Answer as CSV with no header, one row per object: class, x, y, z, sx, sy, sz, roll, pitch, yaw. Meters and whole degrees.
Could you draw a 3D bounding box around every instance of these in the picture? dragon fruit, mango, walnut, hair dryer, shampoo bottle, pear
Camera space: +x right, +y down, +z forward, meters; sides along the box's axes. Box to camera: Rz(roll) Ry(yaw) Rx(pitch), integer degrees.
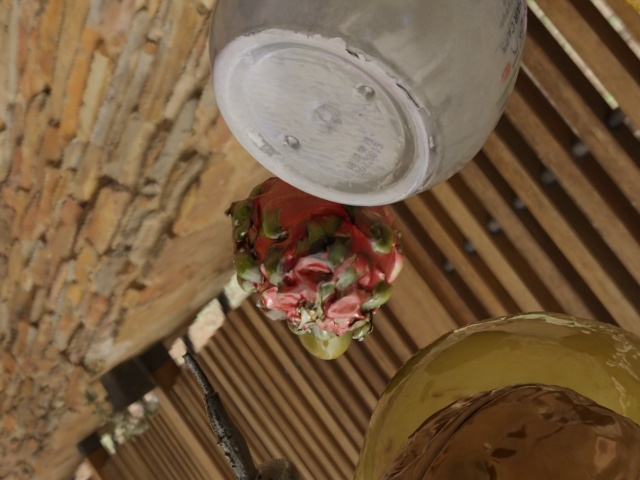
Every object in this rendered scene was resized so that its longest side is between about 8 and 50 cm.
dragon fruit,-0.010,0.006,1.265,0.237,0.303,0.231,-35,136,4
mango,0.006,0.138,1.486,0.085,0.122,0.191,-38,152,-20
walnut,0.097,0.164,0.448,0.207,0.167,0.167,-46,179,-33
hair dryer,-0.160,0.348,1.407,0.120,0.359,0.303,-22,-174,25
shampoo bottle,0.050,-0.194,0.799,0.266,0.273,0.273,-62,-174,-29
pear,0.169,0.200,0.685,0.309,0.309,0.309,-36,173,-5

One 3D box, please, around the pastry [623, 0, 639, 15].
pastry,0.504,-0.419,1.075,0.356,0.356,0.164,-38,-164,9
